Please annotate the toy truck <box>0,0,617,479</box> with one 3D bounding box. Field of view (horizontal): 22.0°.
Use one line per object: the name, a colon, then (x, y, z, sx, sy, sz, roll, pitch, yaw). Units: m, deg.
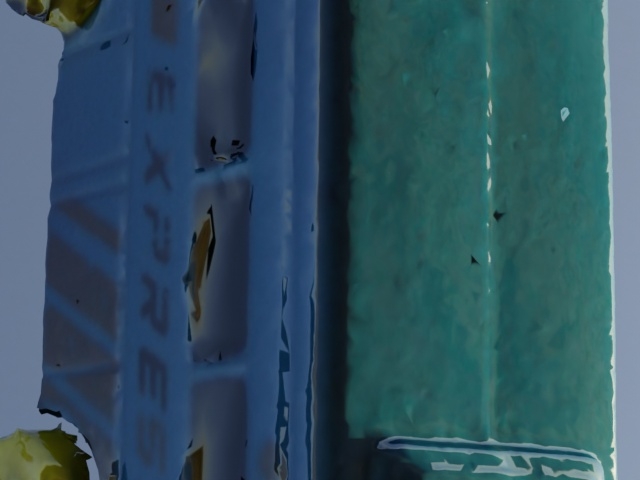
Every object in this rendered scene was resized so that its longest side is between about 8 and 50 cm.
toy truck: (0.000, 0.000, 0.524, 0.161, 0.162, 0.385, 11, -105, -42)
